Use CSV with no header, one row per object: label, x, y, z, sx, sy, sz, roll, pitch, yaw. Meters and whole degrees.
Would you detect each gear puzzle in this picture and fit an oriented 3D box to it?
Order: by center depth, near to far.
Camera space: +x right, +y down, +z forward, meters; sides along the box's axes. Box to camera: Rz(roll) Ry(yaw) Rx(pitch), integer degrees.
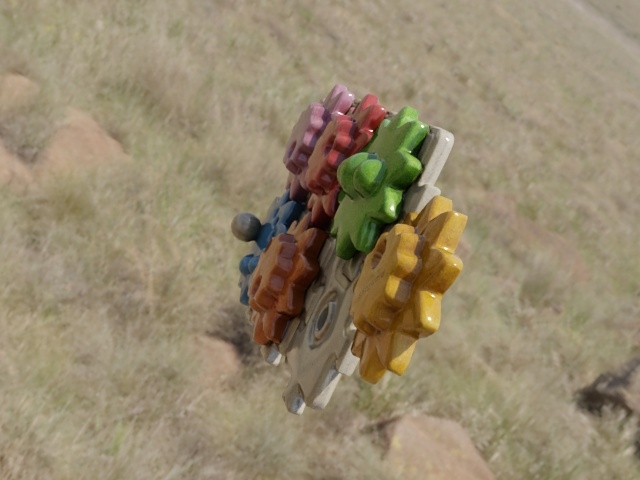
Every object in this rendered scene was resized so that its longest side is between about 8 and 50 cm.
gear puzzle,0.000,0.000,0.538,0.044,0.175,0.339,24,7,-16
